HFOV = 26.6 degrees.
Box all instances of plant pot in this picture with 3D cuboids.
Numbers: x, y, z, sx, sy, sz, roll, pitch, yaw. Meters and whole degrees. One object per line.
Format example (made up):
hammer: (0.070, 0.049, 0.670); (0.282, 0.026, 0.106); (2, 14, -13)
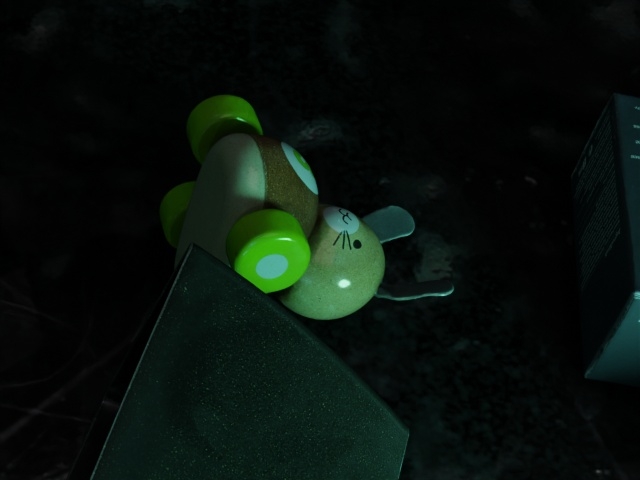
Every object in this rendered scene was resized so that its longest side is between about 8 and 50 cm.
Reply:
plant pot: (-0.057, 0.149, 0.785); (0.167, 0.187, 0.188); (26, 49, -9)

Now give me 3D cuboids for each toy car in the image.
toy car: (0.000, 0.000, 0.949); (0.188, 0.149, 0.155); (5, 39, -24)

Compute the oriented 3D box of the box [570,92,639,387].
box: (0.280, 0.006, 1.020); (0.153, 0.108, 0.207); (11, 50, -5)
